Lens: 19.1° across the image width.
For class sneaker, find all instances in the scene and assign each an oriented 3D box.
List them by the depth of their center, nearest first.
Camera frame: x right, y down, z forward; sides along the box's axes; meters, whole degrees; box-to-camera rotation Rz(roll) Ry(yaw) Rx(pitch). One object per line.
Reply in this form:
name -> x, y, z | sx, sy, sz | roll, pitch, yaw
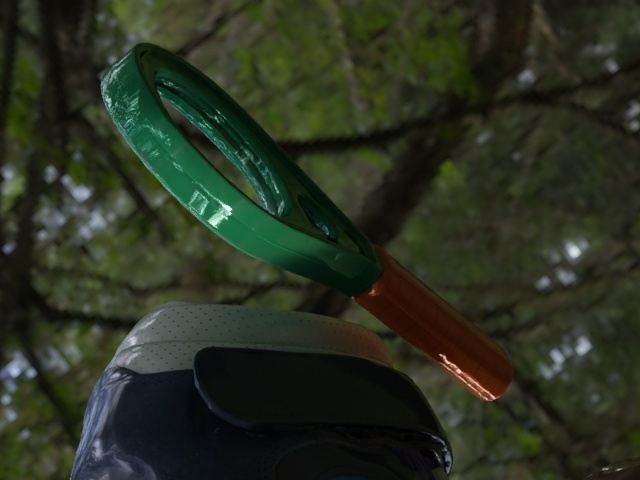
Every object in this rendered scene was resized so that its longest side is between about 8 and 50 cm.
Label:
sneaker -> 0.050, 0.132, 0.785 | 0.322, 0.130, 0.236 | 23, -141, -18

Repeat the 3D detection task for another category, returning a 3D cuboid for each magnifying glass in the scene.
magnifying glass -> 0.000, 0.000, 0.758 | 0.231, 0.026, 0.092 | 36, -161, -34

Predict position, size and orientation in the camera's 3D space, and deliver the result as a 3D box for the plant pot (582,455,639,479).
plant pot -> 0.318, 0.281, 1.413 | 0.263, 0.263, 0.229 | 51, 153, -8
